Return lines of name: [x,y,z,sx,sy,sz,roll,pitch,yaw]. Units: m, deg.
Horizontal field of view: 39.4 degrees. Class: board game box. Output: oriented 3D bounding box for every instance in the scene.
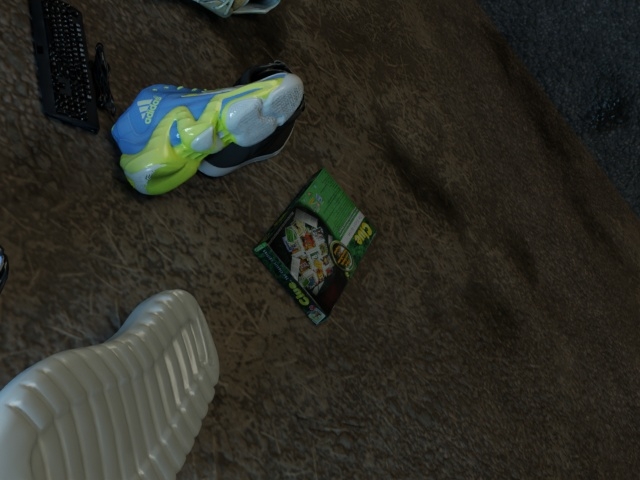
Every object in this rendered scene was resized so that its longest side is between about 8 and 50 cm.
board game box: [0.000,0.000,1.278,0.136,0.030,0.259,49,31,-9]

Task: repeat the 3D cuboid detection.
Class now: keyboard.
keyboard: [-0.288,-0.217,1.064,0.100,0.038,0.192,17,49,-47]

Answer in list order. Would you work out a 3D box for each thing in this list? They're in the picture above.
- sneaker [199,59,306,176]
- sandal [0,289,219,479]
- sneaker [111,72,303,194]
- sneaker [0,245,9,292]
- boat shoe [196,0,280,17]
sneaker: [-0.065,-0.186,1.243,0.104,0.147,0.296,52,30,-4]
sandal: [-0.197,0.165,0.789,0.416,0.102,0.169,-38,109,-72]
sneaker: [-0.143,-0.160,1.067,0.126,0.240,0.091,52,-17,22]
sneaker: [-0.299,0.010,0.752,0.079,0.121,0.216,34,37,-34]
boat shoe: [-0.146,-0.404,1.364,0.103,0.113,0.302,52,30,4]
